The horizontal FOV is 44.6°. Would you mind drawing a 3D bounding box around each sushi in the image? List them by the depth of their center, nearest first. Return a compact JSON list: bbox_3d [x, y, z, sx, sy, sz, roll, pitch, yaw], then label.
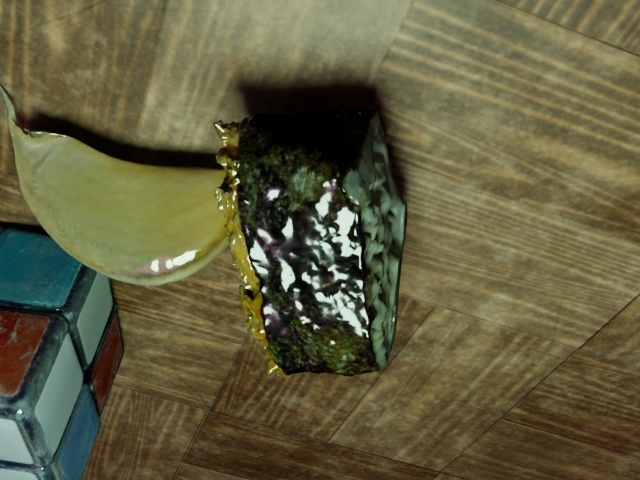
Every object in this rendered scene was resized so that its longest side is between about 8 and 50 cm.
[{"bbox_3d":[0.000,0.000,0.964,0.207,0.234,0.348,0,114,14],"label":"sushi"}]

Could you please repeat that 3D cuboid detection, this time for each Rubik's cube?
[{"bbox_3d":[-0.500,0.183,1.173,0.318,0.313,0.316,9,138,1],"label":"Rubik's cube"}]

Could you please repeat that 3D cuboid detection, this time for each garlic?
[{"bbox_3d":[-0.271,-0.062,1.030,0.338,0.151,0.196,19,110,-1],"label":"garlic"}]
